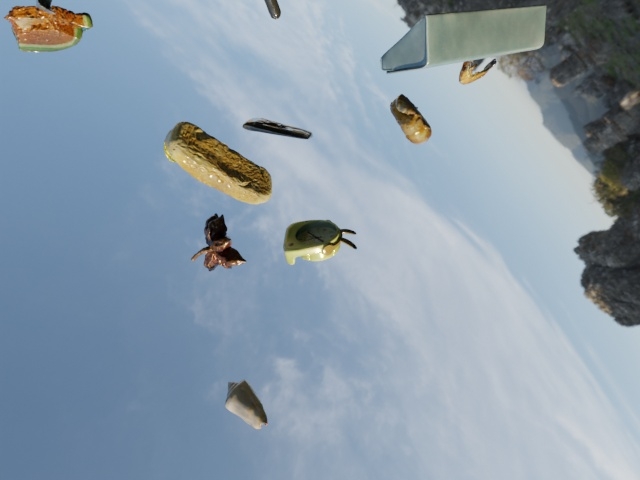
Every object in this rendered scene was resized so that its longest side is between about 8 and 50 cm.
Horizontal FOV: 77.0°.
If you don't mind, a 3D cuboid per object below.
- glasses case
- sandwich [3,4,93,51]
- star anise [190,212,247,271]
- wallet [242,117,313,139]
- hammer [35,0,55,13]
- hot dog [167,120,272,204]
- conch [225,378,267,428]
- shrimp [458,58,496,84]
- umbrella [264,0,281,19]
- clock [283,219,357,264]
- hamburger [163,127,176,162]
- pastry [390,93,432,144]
[{"bbox_3d":[0.223,-0.287,0.599,0.266,0.105,0.056,-21,-90,-28],"label":"glasses case"},{"bbox_3d":[-0.777,-0.606,1.160,0.159,0.235,0.079,-152,52,-75],"label":"sandwich"},{"bbox_3d":[-0.324,0.015,1.276,0.196,0.212,0.111,15,-164,34],"label":"star anise"},{"bbox_3d":[-0.154,-0.416,1.509,0.246,0.052,0.168,12,-160,2],"label":"wallet"},{"bbox_3d":[-0.490,-0.537,0.781,0.029,0.247,0.102,17,-122,-51],"label":"hammer"},{"bbox_3d":[-0.209,-0.149,0.839,0.243,0.073,0.084,28,-132,-37],"label":"hot dog"},{"bbox_3d":[-0.223,0.494,1.220,0.176,0.104,0.094,33,-178,11],"label":"conch"},{"bbox_3d":[0.610,-0.683,1.542,0.195,0.148,0.035,73,-179,-67],"label":"shrimp"},{"bbox_3d":[-0.129,-0.598,0.967,0.036,0.031,0.133,39,169,29],"label":"umbrella"},{"bbox_3d":[0.000,0.000,1.296,0.170,0.232,0.069,-86,-11,-56],"label":"clock"},{"bbox_3d":[-0.516,-0.354,1.496,0.127,0.141,0.081,-2,-155,-37],"label":"hamburger"},{"bbox_3d":[0.368,-0.487,1.636,0.229,0.100,0.218,5,-129,-59],"label":"pastry"}]
